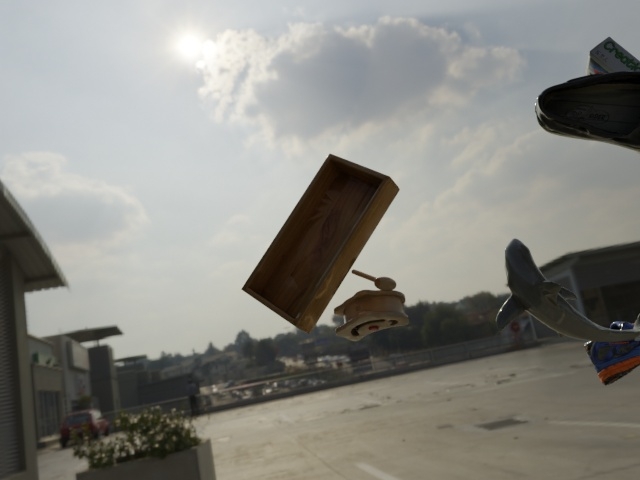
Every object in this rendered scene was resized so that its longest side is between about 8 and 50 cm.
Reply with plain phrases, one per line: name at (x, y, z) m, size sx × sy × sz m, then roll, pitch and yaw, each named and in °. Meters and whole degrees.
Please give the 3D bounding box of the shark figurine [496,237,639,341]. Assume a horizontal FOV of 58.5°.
shark figurine at (0.400, 0.101, 0.914) m, size 0.166 × 0.278 × 0.116 m, roll -48°, pitch -27°, yaw -22°

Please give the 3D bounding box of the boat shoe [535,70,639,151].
boat shoe at (0.525, -0.220, 0.942) m, size 0.340 × 0.127 × 0.113 m, roll 17°, pitch 5°, yaw 31°

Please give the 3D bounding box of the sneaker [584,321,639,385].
sneaker at (0.581, 0.178, 1.047) m, size 0.221 × 0.087 × 0.083 m, roll -21°, pitch -29°, yaw -20°

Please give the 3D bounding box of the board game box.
board game box at (0.628, -0.227, 1.084) m, size 0.053 × 0.305 × 0.193 m, roll -38°, pitch -24°, yaw 6°

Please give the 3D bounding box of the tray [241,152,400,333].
tray at (0.000, 0.000, 1.397) m, size 0.203 × 0.411 × 0.076 m, roll 28°, pitch -9°, yaw 38°

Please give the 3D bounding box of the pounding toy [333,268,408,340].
pounding toy at (0.150, 0.168, 1.589) m, size 0.154 × 0.154 × 0.269 m, roll 12°, pitch -33°, yaw -28°
